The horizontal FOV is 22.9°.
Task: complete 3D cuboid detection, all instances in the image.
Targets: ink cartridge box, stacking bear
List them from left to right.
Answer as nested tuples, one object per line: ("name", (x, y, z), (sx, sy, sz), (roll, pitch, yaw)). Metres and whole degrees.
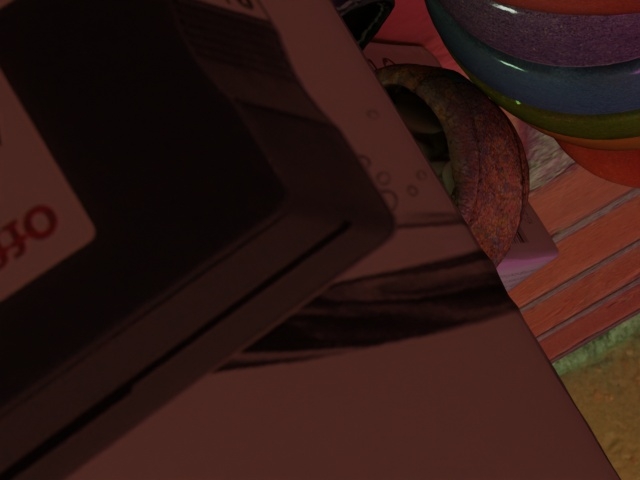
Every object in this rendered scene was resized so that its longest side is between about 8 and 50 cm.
("ink cartridge box", (-0.111, 0.054, 0.393), (0.285, 0.395, 0.166), (-24, 164, -24))
("stacking bear", (0.133, -0.109, 0.674), (0.164, 0.175, 0.289), (-22, 156, 10))

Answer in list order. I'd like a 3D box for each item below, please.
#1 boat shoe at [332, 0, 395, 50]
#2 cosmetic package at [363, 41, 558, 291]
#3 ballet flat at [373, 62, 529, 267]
("boat shoe", (-0.053, -0.036, 0.763), (0.306, 0.105, 0.113), (-39, 163, 30))
("cosmetic package", (0.000, 0.000, 0.889), (0.183, 0.151, 0.151), (-39, 162, 27))
("ballet flat", (-0.032, 0.070, 0.677), (0.348, 0.123, 0.123), (-56, 166, -6))
